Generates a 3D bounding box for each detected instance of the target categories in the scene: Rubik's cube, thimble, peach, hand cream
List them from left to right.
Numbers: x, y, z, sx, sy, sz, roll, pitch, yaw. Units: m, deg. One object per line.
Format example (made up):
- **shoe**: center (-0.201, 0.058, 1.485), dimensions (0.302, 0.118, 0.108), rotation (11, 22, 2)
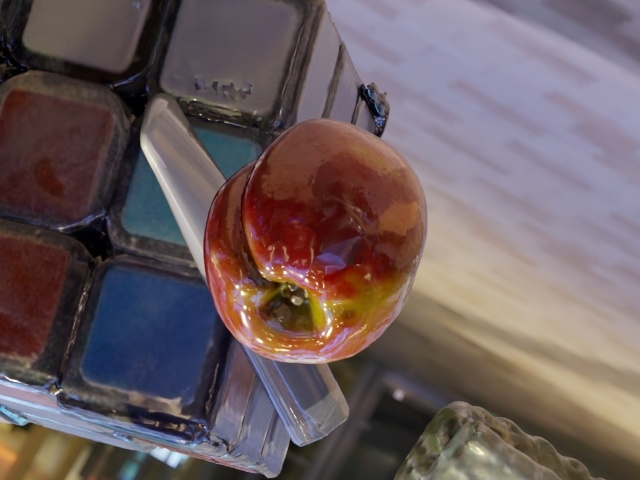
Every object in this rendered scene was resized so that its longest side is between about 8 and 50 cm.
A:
- **Rubik's cube**: center (-0.175, -0.023, 1.590), dimensions (0.358, 0.363, 0.362), rotation (16, 171, 9)
- **hand cream**: center (-0.054, 0.019, 1.323), dimensions (0.255, 0.048, 0.079), rotation (62, -169, -18)
- **peach**: center (-0.001, 0.000, 0.854), dimensions (0.100, 0.101, 0.101), rotation (28, 172, 4)
- **thimble**: center (0.070, 0.107, 0.762), dimensions (0.084, 0.062, 0.110), rotation (35, -175, 38)
